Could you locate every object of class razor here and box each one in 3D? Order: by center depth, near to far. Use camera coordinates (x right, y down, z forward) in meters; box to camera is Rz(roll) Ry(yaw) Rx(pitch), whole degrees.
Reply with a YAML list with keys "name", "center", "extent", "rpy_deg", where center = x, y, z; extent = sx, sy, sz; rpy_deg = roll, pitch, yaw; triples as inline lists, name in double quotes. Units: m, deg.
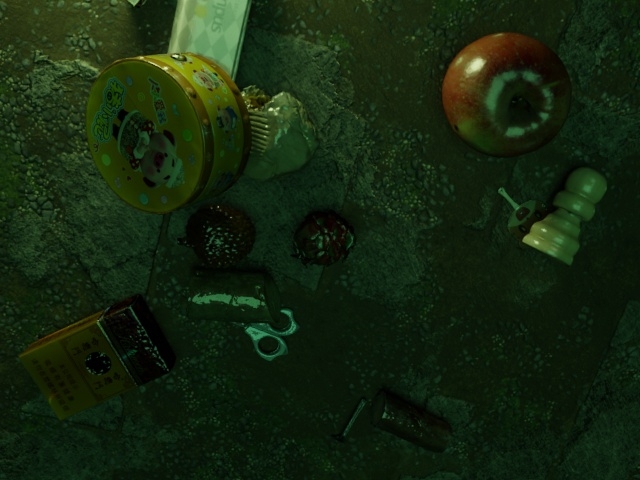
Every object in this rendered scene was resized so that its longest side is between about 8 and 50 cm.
- name: "razor"
  center: [0.108, 0.626, 2.164]
  extent: [0.066, 0.033, 0.190]
  rpy_deg: [28, 103, -10]

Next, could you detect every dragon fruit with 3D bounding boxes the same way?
- name: "dragon fruit"
  center: [0.008, -0.004, 1.909]
  extent: [0.188, 0.182, 0.182]
  rpy_deg: [-12, 107, -19]

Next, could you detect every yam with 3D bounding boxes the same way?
- name: "yam"
  center: [-0.273, 0.174, 1.954]
  extent: [0.304, 0.168, 0.168]
  rpy_deg: [3, 106, -3]
- name: "yam"
  center: [0.302, 0.622, 2.127]
  extent: [0.279, 0.131, 0.131]
  rpy_deg: [28, 103, -12]

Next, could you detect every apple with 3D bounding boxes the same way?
- name: "apple"
  center: [0.516, -0.408, 1.755]
  extent: [0.348, 0.277, 0.349]
  rpy_deg: [-1, 109, -2]

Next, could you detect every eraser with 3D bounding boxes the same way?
- name: "eraser"
  center: [-0.309, -0.623, 1.759]
  extent: [0.213, 0.082, 0.397]
  rpy_deg: [14, 105, -7]

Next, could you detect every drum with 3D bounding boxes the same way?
- name: "drum"
  center: [-0.411, -0.293, 1.694]
  extent: [0.431, 0.214, 0.431]
  rpy_deg: [11, 114, 26]

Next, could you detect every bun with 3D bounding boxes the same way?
- name: "bun"
  center: [-0.123, -0.295, 1.787]
  extent: [0.204, 0.281, 0.282]
  rpy_deg: [-2, 110, -37]

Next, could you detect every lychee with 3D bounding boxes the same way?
- name: "lychee"
  center: [-0.312, -0.011, 1.881]
  extent: [0.238, 0.200, 0.200]
  rpy_deg: [-13, 108, -21]

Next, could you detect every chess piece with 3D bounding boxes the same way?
- name: "chess piece"
  center: [0.764, -0.086, 1.929]
  extent: [0.167, 0.167, 0.300]
  rpy_deg: [27, 95, -9]

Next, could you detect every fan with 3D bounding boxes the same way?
- name: "fan"
  center: [0.640, -0.086, 1.991]
  extent: [0.226, 0.008, 0.152]
  rpy_deg: [43, 100, -13]

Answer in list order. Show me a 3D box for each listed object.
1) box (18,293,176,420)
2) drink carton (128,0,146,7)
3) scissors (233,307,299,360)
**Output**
- name: "box"
  center: [-0.708, 0.374, 2.015]
  extent: [0.415, 0.116, 0.264]
  rpy_deg: [-23, 105, 5]
- name: "drink carton"
  center: [-0.474, -0.724, 1.728]
  extent: [0.056, 0.071, 0.166]
  rpy_deg: [41, 101, -16]
- name: "scissors"
  center: [-0.253, 0.263, 2.048]
  extent: [0.360, 0.029, 0.191]
  rpy_deg: [22, 100, -6]
